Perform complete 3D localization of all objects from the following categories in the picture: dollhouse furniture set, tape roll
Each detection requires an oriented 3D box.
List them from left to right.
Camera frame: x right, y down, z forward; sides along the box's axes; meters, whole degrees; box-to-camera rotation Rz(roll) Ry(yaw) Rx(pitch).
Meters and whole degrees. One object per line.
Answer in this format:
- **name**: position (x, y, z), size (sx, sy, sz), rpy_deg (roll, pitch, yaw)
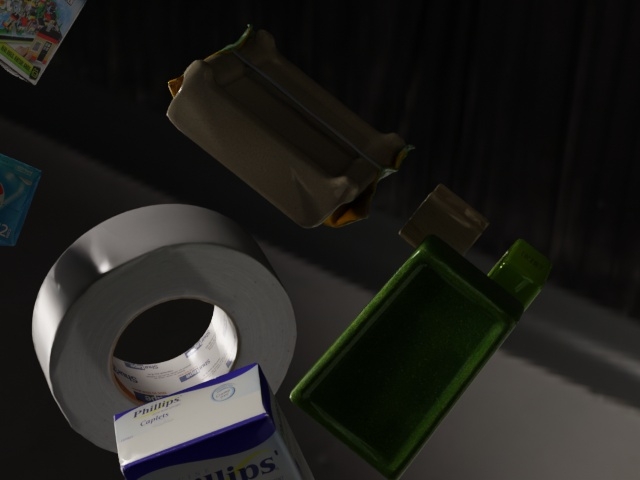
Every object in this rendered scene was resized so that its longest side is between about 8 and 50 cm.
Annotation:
- **tape roll**: position (-0.134, 0.080, 1.617), size (0.219, 0.219, 0.072), rpy_deg (-13, 33, -16)
- **dollhouse furniture set**: position (0.000, 0.000, 1.377), size (0.301, 0.151, 0.197), rpy_deg (39, 19, 3)

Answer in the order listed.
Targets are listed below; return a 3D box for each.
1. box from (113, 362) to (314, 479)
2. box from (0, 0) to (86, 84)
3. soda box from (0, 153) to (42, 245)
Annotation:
- **box**: position (-0.079, 0.185, 1.476), size (0.126, 0.137, 0.072), rpy_deg (-21, 33, 5)
- **box**: position (-0.300, -0.235, 1.772), size (0.036, 0.207, 0.114), rpy_deg (29, 85, 23)
- **soda box**: position (-0.296, -0.038, 1.558), size (0.071, 0.210, 0.067), rpy_deg (22, 83, -20)
